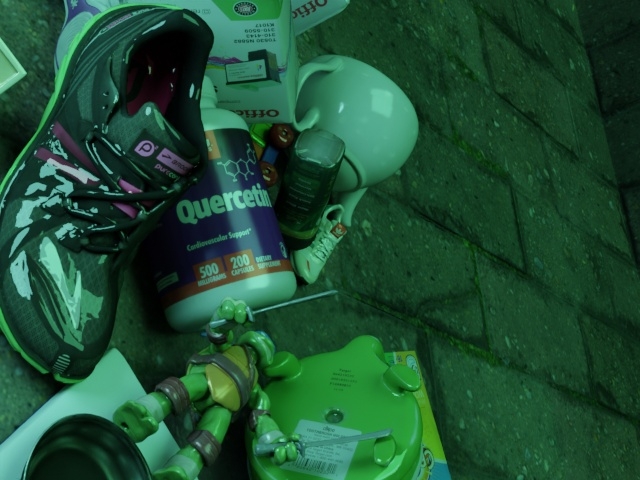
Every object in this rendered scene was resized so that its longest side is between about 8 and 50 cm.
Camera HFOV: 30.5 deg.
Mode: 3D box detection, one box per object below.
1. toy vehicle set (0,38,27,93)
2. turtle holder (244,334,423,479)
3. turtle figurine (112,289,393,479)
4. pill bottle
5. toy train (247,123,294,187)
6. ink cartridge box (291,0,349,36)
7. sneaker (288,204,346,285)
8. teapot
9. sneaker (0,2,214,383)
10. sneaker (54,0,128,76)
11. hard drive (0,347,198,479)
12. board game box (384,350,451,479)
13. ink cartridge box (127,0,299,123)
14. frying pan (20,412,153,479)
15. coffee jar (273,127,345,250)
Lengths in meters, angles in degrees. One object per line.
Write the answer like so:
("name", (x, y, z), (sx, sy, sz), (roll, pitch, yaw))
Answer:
("toy vehicle set", (-0.465, -0.237, 1.260), (0.166, 0.035, 0.267), (-40, 111, -13))
("turtle holder", (0.015, 0.274, 1.618), (0.320, 0.243, 0.227), (-109, -168, -50))
("turtle figurine", (-0.093, 0.180, 1.401), (0.266, 0.274, 0.198), (-40, 138, -44))
("pill bottle", (-0.159, -0.050, 1.575), (0.181, 0.181, 0.323), (-6, 75, -58))
("toy train", (-0.146, -0.106, 1.731), (0.143, 0.105, 0.248), (37, 47, -17))
("ink cartridge box", (-0.118, -0.473, 1.873), (0.307, 0.223, 0.129), (50, 34, -28))
("sneaker", (0.000, 0.000, 1.896), (0.057, 0.075, 0.161), (48, 35, -29))
("teapot", (0.025, -0.170, 1.924), (0.256, 0.252, 0.187), (38, 66, -11))
("sneaker", (-0.249, -0.075, 1.369), (0.185, 0.202, 0.483), (25, 70, -39))
("sneaker", (-0.285, -0.293, 1.601), (0.152, 0.114, 0.305), (19, 55, -50))
("hard drive", (-0.271, 0.288, 1.320), (0.210, 0.040, 0.319), (61, 31, -12))
("board game box", (0.110, 0.338, 1.860), (0.242, 0.064, 0.317), (3, 68, -57))
("ink cartridge box", (-0.142, -0.290, 1.630), (0.278, 0.201, 0.117), (83, 8, -54))
("frying pan", (-0.238, 0.346, 1.244), (0.197, 0.053, 0.326), (9, 66, -55))
("coffee jar", (-0.024, -0.076, 1.818), (0.079, 0.184, 0.096), (20, 38, 2))
